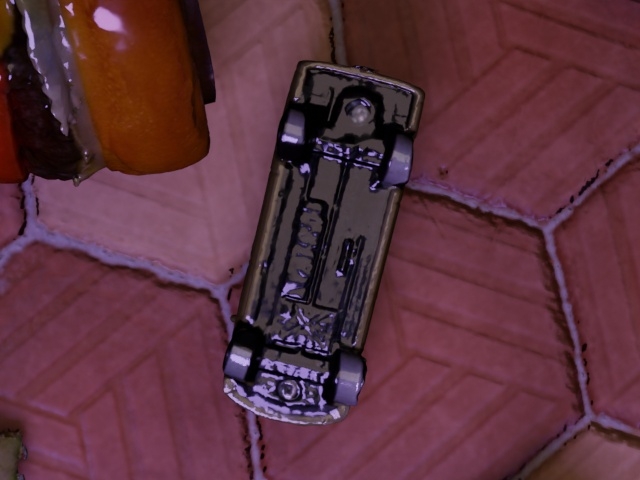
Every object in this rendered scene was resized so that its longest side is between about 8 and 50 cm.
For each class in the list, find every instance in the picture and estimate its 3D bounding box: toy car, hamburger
[{"bbox_3d":[0.000,0.000,1.152,0.101,0.124,0.256,13,95,-3],"label":"toy car"},{"bbox_3d":[-0.216,-0.180,1.049,0.250,0.330,0.330,-15,88,-4],"label":"hamburger"}]

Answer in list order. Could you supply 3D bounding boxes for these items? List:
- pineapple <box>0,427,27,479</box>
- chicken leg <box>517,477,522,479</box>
[{"bbox_3d":[-0.304,0.188,1.140,0.250,0.140,0.164,46,43,-15],"label":"pineapple"},{"bbox_3d":[0.058,0.280,1.163,0.304,0.093,0.113,-28,71,3],"label":"chicken leg"}]
